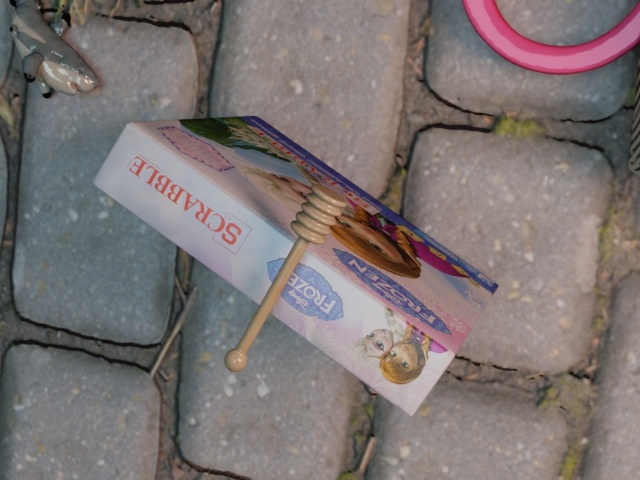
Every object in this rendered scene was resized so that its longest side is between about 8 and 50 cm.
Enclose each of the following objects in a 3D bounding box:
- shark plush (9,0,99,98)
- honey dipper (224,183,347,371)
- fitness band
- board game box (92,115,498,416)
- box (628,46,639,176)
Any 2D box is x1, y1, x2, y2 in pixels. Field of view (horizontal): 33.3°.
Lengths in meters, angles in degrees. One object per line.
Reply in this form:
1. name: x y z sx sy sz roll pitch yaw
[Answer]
1. shark plush: -0.302 -0.227 1.183 0.067 0.073 0.161 -24 70 -1
2. honey dipper: -0.030 0.033 0.807 0.030 0.030 0.160 31 104 10
3. fitness band: 0.251 -0.296 0.998 0.209 0.054 0.291 29 104 10
4. board game box: 0.000 0.000 0.975 0.319 0.318 0.066 35 105 8
5. box: 0.346 -0.181 0.928 0.113 0.094 0.275 -1 108 -8
